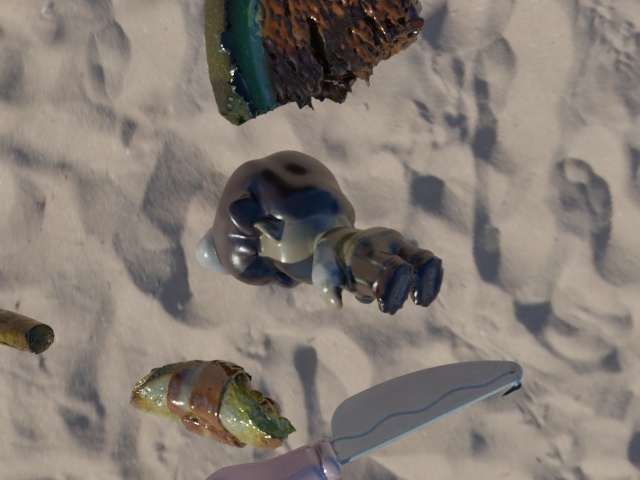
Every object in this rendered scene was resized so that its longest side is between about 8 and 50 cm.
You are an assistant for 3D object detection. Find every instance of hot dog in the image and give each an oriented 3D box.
[{"bbox_3d":[-0.136,0.206,1.322,0.093,0.261,0.123,-60,151,-32],"label":"hot dog"}]

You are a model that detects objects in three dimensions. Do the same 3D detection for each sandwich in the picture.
[{"bbox_3d":[-0.008,-0.287,1.319,0.301,0.162,0.251,-8,93,-16],"label":"sandwich"}]

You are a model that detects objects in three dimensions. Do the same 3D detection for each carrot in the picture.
[{"bbox_3d":[-0.561,0.154,1.764,0.070,0.260,0.070,-11,104,-49],"label":"carrot"}]

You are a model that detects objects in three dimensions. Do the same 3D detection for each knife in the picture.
[{"bbox_3d":[0.036,0.186,0.966,0.335,0.081,0.043,-26,135,-7],"label":"knife"}]

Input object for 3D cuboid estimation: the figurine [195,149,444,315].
[{"bbox_3d":[0.004,0.019,1.415,0.218,0.365,0.206,-22,135,-33],"label":"figurine"}]
